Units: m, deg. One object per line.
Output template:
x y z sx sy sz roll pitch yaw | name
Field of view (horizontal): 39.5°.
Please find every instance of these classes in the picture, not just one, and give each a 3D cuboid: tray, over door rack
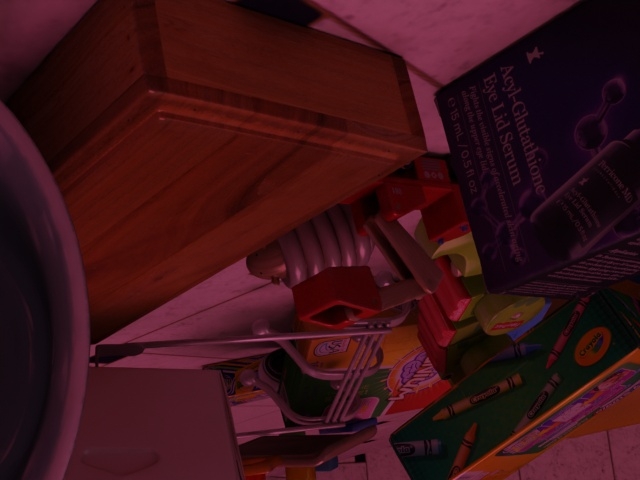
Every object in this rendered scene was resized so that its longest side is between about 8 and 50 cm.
-0.147 -0.015 0.620 0.202 0.076 0.411 5 154 -43 | tray
-0.088 0.137 0.930 0.324 0.108 0.239 -12 146 -22 | over door rack

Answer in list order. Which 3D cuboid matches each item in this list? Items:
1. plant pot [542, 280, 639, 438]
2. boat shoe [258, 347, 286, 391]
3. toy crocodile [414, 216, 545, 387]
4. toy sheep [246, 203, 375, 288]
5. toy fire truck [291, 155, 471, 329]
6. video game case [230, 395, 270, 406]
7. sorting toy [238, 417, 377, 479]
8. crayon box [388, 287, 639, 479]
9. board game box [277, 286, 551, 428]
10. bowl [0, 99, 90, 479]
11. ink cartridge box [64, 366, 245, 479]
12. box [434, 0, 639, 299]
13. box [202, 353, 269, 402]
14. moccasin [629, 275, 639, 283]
0.405 0.113 1.178 0.212 0.212 0.187 -10 150 -6 | plant pot
0.025 0.167 1.279 0.228 0.080 0.076 1 136 -20 | boat shoe
0.148 0.071 0.934 0.105 0.115 0.340 -20 151 -11 | toy crocodile
0.000 0.000 0.748 0.132 0.091 0.091 -23 164 -14 | toy sheep
0.059 -0.003 0.687 0.192 0.135 0.047 3 156 -39 | toy fire truck
-0.153 0.251 1.485 0.193 0.023 0.212 -13 163 3 | video game case
-0.043 0.279 1.133 0.196 0.047 0.347 -11 174 23 | sorting toy
0.229 0.167 0.950 0.278 0.081 0.165 -42 150 21 | crayon box
0.113 0.144 1.169 0.316 0.064 0.242 -7 144 -15 | board game box
-0.247 0.059 0.434 0.311 0.312 0.163 -12 170 -1 | bowl
-0.210 0.222 0.766 0.198 0.115 0.273 6 139 -29 | ink cartridge box
0.197 -0.065 0.569 0.108 0.153 0.207 7 153 -43 | box
-0.090 0.204 1.335 0.168 0.054 0.059 -10 162 -9 | box
0.467 -0.035 0.911 0.116 0.138 0.342 -14 -175 -44 | moccasin
